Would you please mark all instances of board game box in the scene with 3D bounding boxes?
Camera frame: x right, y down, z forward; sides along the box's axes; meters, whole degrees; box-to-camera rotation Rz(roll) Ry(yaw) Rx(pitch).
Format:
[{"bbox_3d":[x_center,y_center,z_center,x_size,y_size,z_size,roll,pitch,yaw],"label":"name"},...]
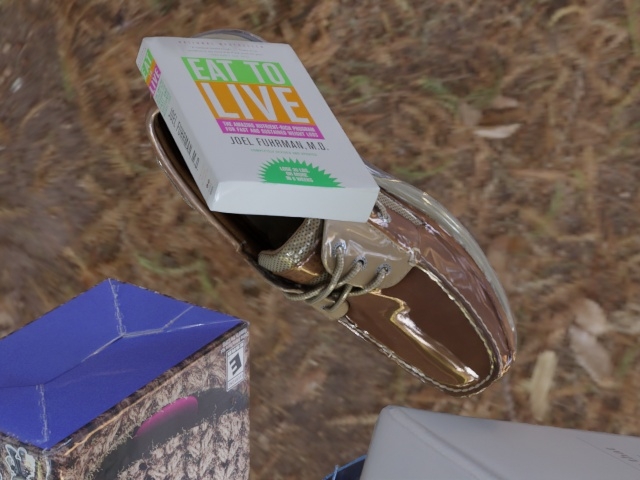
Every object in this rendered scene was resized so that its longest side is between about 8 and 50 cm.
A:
[{"bbox_3d":[-0.175,0.213,1.096,0.232,0.141,0.291,-33,131,-50],"label":"board game box"}]

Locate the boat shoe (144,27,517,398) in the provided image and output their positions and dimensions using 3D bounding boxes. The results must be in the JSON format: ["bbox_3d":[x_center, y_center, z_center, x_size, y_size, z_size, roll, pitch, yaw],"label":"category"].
[{"bbox_3d":[0.000,0.000,0.991,0.324,0.116,0.123,42,124,-5],"label":"boat shoe"}]

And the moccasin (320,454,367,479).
[{"bbox_3d":[-0.016,0.360,1.456,0.138,0.117,0.342,45,90,-10],"label":"moccasin"}]

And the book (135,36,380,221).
[{"bbox_3d":[-0.039,-0.063,0.805,0.096,0.144,0.035,3,127,-30],"label":"book"}]

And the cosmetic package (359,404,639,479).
[{"bbox_3d":[0.224,0.317,0.824,0.393,0.327,0.329,11,99,-34],"label":"cosmetic package"}]
